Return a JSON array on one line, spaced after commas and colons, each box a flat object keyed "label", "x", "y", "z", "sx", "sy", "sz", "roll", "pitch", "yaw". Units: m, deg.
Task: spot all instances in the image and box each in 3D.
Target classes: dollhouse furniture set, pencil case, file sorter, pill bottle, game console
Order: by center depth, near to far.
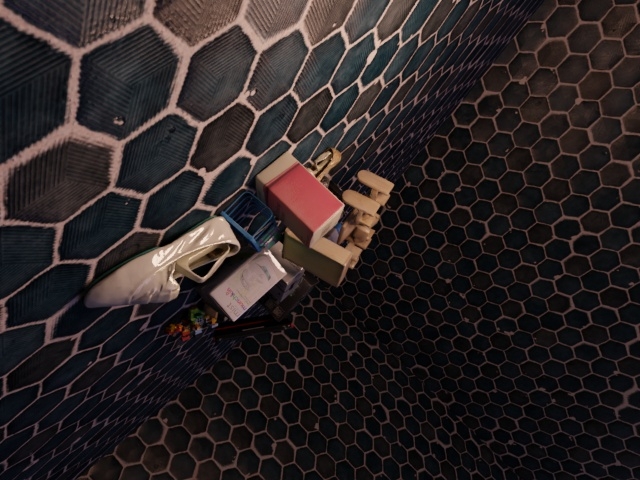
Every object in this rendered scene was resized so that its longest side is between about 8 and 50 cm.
[{"label": "file sorter", "x": -0.200, "y": -0.055, "z": 1.208, "sx": 0.104, "sy": 0.118, "sz": 0.170, "roll": -49, "pitch": 172, "yaw": -10}, {"label": "pencil case", "x": -0.217, "y": 0.008, "z": 1.570, "sx": 0.152, "sy": 0.070, "sz": 0.064, "roll": -40, "pitch": 134, "yaw": -21}, {"label": "dollhouse furniture set", "x": 0.060, "y": -0.050, "z": 1.642, "sx": 0.394, "sy": 0.257, "sz": 0.362, "roll": -53, "pitch": 167, "yaw": -36}, {"label": "pill bottle", "x": 0.005, "y": -0.144, "z": 1.734, "sx": 0.219, "sy": 0.123, "sz": 0.123, "roll": -48, "pitch": 171, "yaw": 9}, {"label": "game console", "x": -0.350, "y": 0.449, "z": 2.112, "sx": 0.387, "sy": 0.060, "sz": 0.342, "roll": -8, "pitch": -178, "yaw": -13}]

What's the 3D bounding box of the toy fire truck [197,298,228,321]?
[{"label": "toy fire truck", "x": -0.331, "y": 0.167, "z": 1.586, "sx": 0.246, "sy": 0.159, "sz": 0.217, "roll": -71, "pitch": 168, "yaw": 20}]

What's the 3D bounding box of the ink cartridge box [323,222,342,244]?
[{"label": "ink cartridge box", "x": 0.000, "y": 0.000, "z": 2.082, "sx": 0.231, "sy": 0.134, "sz": 0.077, "roll": -47, "pitch": 132, "yaw": -33}]

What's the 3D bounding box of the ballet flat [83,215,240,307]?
[{"label": "ballet flat", "x": -0.351, "y": 0.067, "z": 0.998, "sx": 0.400, "sy": 0.139, "sz": 0.139, "roll": -38, "pitch": 168, "yaw": -42}]

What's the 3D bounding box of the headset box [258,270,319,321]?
[{"label": "headset box", "x": -0.186, "y": 0.217, "z": 2.069, "sx": 0.283, "sy": 0.246, "sz": 0.131, "roll": -50, "pitch": 170, "yaw": 14}]

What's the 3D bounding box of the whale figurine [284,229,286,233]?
[{"label": "whale figurine", "x": -0.113, "y": 0.003, "z": 1.918, "sx": 0.216, "sy": 0.141, "sz": 0.272, "roll": -36, "pitch": 145, "yaw": -14}]

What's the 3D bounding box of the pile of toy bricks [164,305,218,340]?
[{"label": "pile of toy bricks", "x": -0.485, "y": 0.298, "z": 1.584, "sx": 0.212, "sy": 0.118, "sz": 0.104, "roll": -13, "pitch": 109, "yaw": -56}]

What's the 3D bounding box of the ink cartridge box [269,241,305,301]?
[{"label": "ink cartridge box", "x": -0.191, "y": 0.135, "z": 1.826, "sx": 0.114, "sy": 0.197, "sz": 0.272, "roll": -42, "pitch": 170, "yaw": -26}]

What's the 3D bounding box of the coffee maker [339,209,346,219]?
[{"label": "coffee maker", "x": 0.018, "y": -0.091, "z": 2.037, "sx": 0.178, "sy": 0.120, "sz": 0.171, "roll": -42, "pitch": 171, "yaw": -23}]

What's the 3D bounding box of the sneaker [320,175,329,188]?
[{"label": "sneaker", "x": -0.049, "y": -0.168, "z": 1.550, "sx": 0.229, "sy": 0.086, "sz": 0.132, "roll": -38, "pitch": 179, "yaw": 19}]

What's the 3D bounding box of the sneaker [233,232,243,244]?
[{"label": "sneaker", "x": -0.307, "y": 0.019, "z": 1.273, "sx": 0.152, "sy": 0.053, "sz": 0.061, "roll": -28, "pitch": 170, "yaw": -45}]

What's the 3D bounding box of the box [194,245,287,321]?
[{"label": "box", "x": -0.276, "y": 0.132, "z": 1.376, "sx": 0.231, "sy": 0.126, "sz": 0.262, "roll": -43, "pitch": -163, "yaw": -22}]

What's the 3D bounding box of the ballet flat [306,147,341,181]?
[{"label": "ballet flat", "x": -0.016, "y": -0.244, "z": 1.426, "sx": 0.206, "sy": 0.073, "sz": 0.067, "roll": -48, "pitch": 144, "yaw": -2}]

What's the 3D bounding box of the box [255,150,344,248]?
[{"label": "box", "x": -0.063, "y": -0.113, "z": 1.188, "sx": 0.127, "sy": 0.232, "sz": 0.148, "roll": -43, "pitch": 171, "yaw": -18}]
